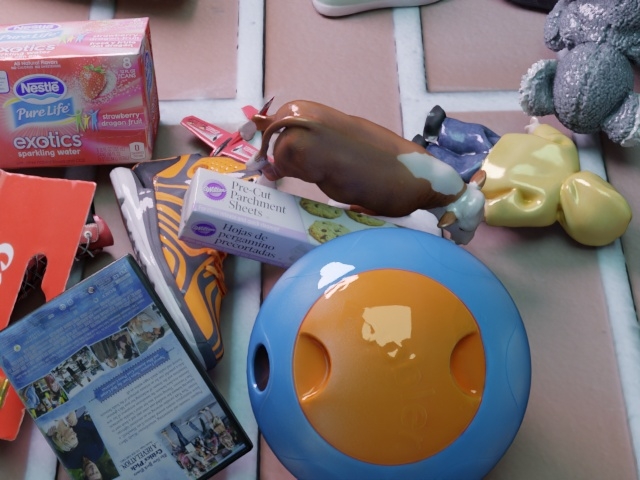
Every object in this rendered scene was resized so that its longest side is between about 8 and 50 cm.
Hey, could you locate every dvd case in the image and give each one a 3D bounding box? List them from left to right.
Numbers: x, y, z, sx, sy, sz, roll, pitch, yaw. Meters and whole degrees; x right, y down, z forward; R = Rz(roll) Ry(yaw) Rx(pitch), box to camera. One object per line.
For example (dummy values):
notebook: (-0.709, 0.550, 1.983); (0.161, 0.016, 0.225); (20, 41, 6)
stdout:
dvd case: (-0.212, 0.164, 1.334); (0.180, 0.022, 0.253); (-32, 87, -14)

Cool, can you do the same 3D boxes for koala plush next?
koala plush: (0.363, -0.234, 1.629); (0.196, 0.203, 0.221); (25, 72, 12)

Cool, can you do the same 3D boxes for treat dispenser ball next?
treat dispenser ball: (0.069, 0.130, 1.274); (0.288, 0.288, 0.288); (-1, 51, 1)

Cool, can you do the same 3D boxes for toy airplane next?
toy airplane: (-0.108, -0.140, 1.659); (0.151, 0.028, 0.151); (0, 52, 0)

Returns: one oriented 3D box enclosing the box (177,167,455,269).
box: (0.000, 0.000, 1.444); (0.324, 0.063, 0.067); (16, 52, -15)

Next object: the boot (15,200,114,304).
boot: (-0.341, 0.034, 1.496); (0.176, 0.088, 0.244); (1, 50, -1)

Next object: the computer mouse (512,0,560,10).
computer mouse: (0.361, -0.390, 1.807); (0.272, 0.072, 0.188); (16, 55, 11)

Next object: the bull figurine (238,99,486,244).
bull figurine: (0.049, -0.078, 1.470); (0.188, 0.310, 0.101); (-12, 58, 50)

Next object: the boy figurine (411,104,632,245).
boy figurine: (0.254, -0.081, 1.559); (0.285, 0.092, 0.177); (21, 58, 17)

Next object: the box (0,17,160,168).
box: (-0.365, -0.190, 1.605); (0.299, 0.154, 0.142); (-3, 29, 0)

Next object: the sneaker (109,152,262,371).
sneaker: (-0.129, 0.002, 1.485); (0.180, 0.125, 0.321); (-17, 53, -10)

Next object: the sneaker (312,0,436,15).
sneaker: (0.110, -0.416, 1.793); (0.255, 0.151, 0.094); (-16, 51, -13)

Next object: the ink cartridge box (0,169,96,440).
ink cartridge box: (-0.473, 0.037, 1.396); (0.385, 0.091, 0.308); (8, 72, 21)
